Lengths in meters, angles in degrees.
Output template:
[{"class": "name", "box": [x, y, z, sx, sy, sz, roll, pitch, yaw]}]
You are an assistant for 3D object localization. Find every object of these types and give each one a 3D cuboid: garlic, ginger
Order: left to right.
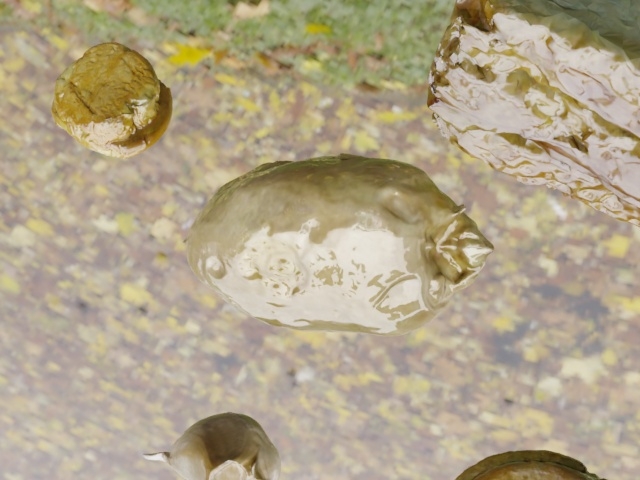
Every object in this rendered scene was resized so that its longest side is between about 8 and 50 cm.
[{"class": "garlic", "box": [-0.089, 0.187, 1.120, 0.084, 0.066, 0.152, 2, -174, -33]}, {"class": "ginger", "box": [0.000, 0.000, 0.954, 0.267, 0.152, 0.138, 11, 123, 39]}]

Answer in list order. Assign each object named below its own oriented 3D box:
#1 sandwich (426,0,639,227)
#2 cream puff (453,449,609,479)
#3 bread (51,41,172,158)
[{"class": "sandwich", "box": [0.237, -0.146, 0.697, 0.262, 0.325, 0.131, 26, 148, 8]}, {"class": "cream puff", "box": [0.174, 0.256, 0.993, 0.189, 0.189, 0.129, 10, 146, 16]}, {"class": "bread", "box": [-0.143, -0.096, 0.854, 0.083, 0.081, 0.046, 7, 146, 6]}]
